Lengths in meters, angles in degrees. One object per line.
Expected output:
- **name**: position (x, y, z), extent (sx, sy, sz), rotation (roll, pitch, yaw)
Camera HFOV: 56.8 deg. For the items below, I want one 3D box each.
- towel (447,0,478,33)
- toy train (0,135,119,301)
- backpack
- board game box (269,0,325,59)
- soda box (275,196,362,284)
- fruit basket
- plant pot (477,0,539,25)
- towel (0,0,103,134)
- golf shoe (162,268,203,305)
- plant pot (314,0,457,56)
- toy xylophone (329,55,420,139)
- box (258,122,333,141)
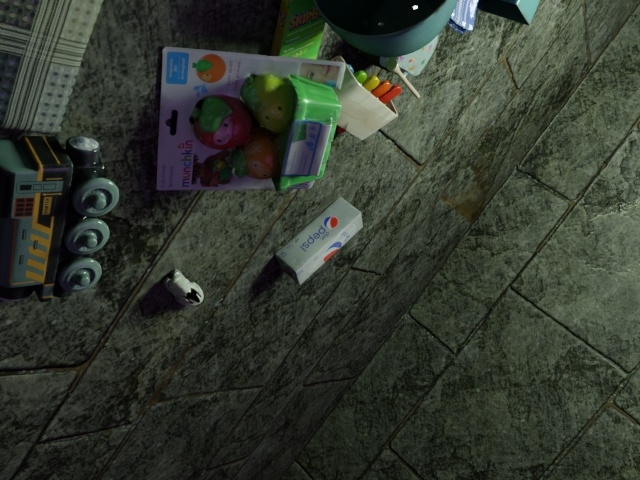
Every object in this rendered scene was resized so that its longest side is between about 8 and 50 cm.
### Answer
- **towel**: position (0.321, -0.651, 1.394), extent (0.336, 0.040, 0.243), rotation (-1, 109, -57)
- **toy train**: position (-0.473, -0.031, 1.017), extent (0.190, 0.142, 0.334), rotation (-5, 133, -40)
- **backpack**: position (0.204, -0.506, 1.446), extent (0.166, 0.144, 0.188), rotation (3, 114, -55)
- **board game box**: position (-0.051, -0.419, 1.272), extent (0.124, 0.039, 0.259), rotation (-25, 147, -42)
- **soda box**: position (0.000, 0.000, 1.834), extent (0.286, 0.098, 0.091), rotation (-43, 153, -17)
- **fruit basket**: position (-0.145, -0.221, 1.200), extent (0.353, 0.165, 0.327), rotation (-5, 135, -25)
- **plant pot**: position (0.542, -0.757, 1.636), extent (0.166, 0.165, 0.234), rotation (2, 115, -59)
- **towel**: position (-0.452, -0.303, 0.788), extent (0.312, 0.056, 0.324), rotation (-2, 129, -53)
- **golf shoe**: position (-0.333, 0.142, 1.506), extent (0.069, 0.086, 0.176), rotation (-49, 156, -7)
- **plant pot**: position (0.148, -0.486, 1.190), extent (0.290, 0.290, 0.195), rotation (-51, 158, 0)
- **toy xylophone**: position (0.112, -0.357, 1.478), extent (0.236, 0.081, 0.323), rotation (-29, 159, 14)
- **box**: position (-0.056, -0.266, 1.384), extent (0.164, 0.021, 0.201), rotation (-20, 156, -3)
